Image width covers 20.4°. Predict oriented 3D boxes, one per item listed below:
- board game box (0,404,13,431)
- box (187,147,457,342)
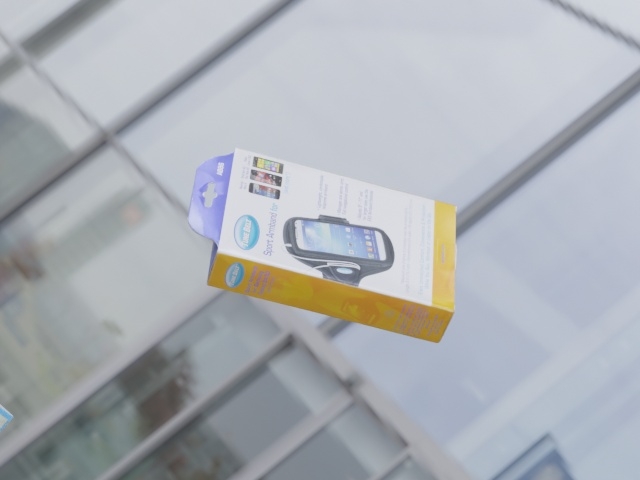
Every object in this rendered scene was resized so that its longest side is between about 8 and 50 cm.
[{"bbox_3d":[-0.339,0.155,1.513,0.026,0.103,0.154,36,-10,32],"label":"board game box"},{"bbox_3d":[0.000,0.000,0.885,0.081,0.136,0.028,-83,-171,-48],"label":"box"}]
